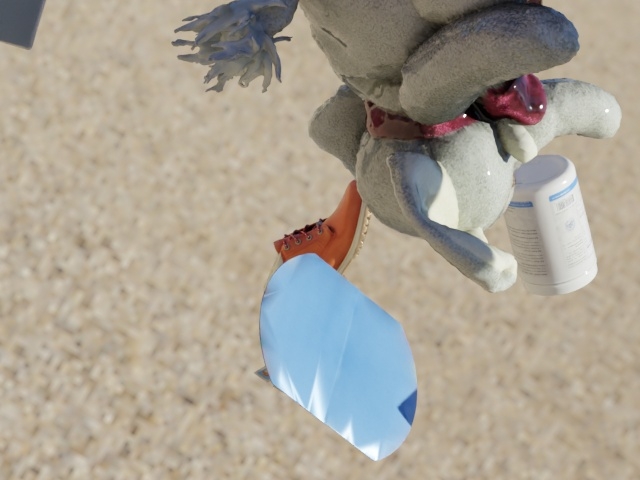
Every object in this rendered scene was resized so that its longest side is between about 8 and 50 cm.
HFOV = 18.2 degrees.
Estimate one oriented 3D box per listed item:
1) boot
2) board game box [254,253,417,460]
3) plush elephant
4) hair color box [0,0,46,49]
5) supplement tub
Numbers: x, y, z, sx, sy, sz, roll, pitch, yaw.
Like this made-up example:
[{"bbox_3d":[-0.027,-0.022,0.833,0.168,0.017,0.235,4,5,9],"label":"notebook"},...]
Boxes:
[{"bbox_3d":[0.000,0.000,1.983,0.084,0.158,0.059,24,11,0],"label":"boot"},{"bbox_3d":[0.006,0.093,1.547,0.168,0.033,0.133,39,45,-27],"label":"board game box"},{"bbox_3d":[0.097,-0.111,1.373,0.255,0.330,0.272,63,-2,-33],"label":"plush elephant"},{"bbox_3d":[-0.237,-0.304,1.521,0.113,0.185,0.374,16,23,-11],"label":"hair color box"},{"bbox_3d":[0.196,-0.014,1.732,0.071,0.107,0.071,-13,26,6],"label":"supplement tub"}]
